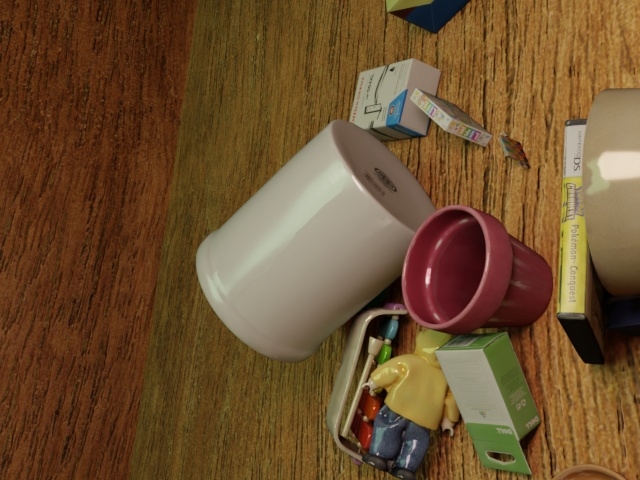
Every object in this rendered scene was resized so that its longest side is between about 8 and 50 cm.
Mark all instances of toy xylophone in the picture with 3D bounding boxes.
[{"bbox_3d":[0.086,0.270,1.384,0.236,0.081,0.323,-128,54,-82],"label":"toy xylophone"}]

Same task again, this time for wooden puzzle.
[{"bbox_3d":[0.335,-0.158,1.257,0.006,0.049,0.083,-49,38,40],"label":"wooden puzzle"}]

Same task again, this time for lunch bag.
[{"bbox_3d":[0.429,0.088,0.965,0.098,0.067,0.065,-22,57,57],"label":"lunch bag"}]

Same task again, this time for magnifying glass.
[{"bbox_3d":[0.095,0.156,1.551,0.092,0.026,0.231,24,95,60],"label":"magnifying glass"}]

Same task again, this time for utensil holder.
[{"bbox_3d":[0.000,0.000,1.429,0.385,0.327,0.328,-42,41,23],"label":"utensil holder"}]

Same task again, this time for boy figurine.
[{"bbox_3d":[0.161,0.266,1.256,0.092,0.177,0.285,104,-172,-78],"label":"boy figurine"}]

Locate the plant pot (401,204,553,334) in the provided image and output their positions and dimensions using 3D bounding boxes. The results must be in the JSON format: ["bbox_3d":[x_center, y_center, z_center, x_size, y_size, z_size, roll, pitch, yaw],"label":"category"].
[{"bbox_3d":[0.260,0.059,1.152,0.201,0.180,0.201,-33,50,50],"label":"plant pot"}]

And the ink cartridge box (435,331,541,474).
[{"bbox_3d":[0.270,0.250,1.125,0.109,0.062,0.209,-16,98,56],"label":"ink cartridge box"}]

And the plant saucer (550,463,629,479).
[{"bbox_3d":[0.368,0.401,0.955,0.200,0.037,0.200,-35,47,49],"label":"plant saucer"}]

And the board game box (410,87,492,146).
[{"bbox_3d":[0.249,-0.238,1.388,0.026,0.103,0.154,-61,32,22],"label":"board game box"}]

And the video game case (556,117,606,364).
[{"bbox_3d":[0.349,0.014,0.945,0.035,0.275,0.248,-1,70,26],"label":"video game case"}]

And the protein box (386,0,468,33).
[{"bbox_3d":[0.244,-0.595,1.530,0.200,0.136,0.201,-38,46,47],"label":"protein box"}]

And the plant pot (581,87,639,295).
[{"bbox_3d":[0.474,-0.063,0.815,0.274,0.256,0.256,-2,74,37],"label":"plant pot"}]

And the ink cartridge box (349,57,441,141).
[{"bbox_3d":[0.157,-0.304,1.592,0.203,0.086,0.148,5,81,59],"label":"ink cartridge box"}]
